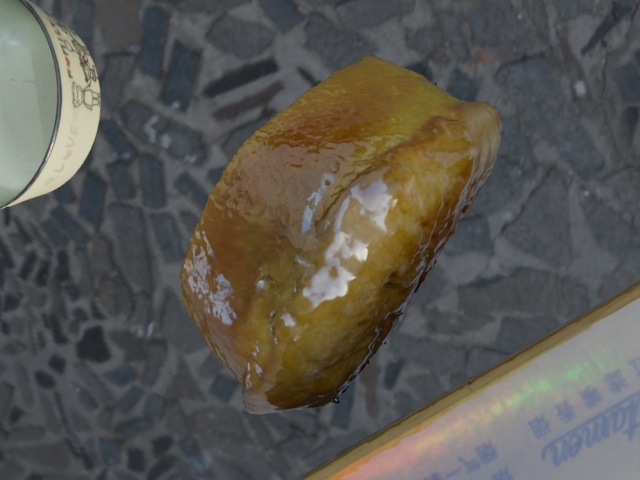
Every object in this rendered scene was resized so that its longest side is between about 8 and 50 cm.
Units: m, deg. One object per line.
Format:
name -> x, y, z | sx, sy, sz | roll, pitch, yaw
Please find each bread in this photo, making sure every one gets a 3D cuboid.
bread -> 0.001, -0.005, 0.712 | 0.129, 0.134, 0.260 | 35, 94, 16

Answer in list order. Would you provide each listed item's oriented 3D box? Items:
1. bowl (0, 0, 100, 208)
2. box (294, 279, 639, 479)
bowl -> -0.328, -0.146, 1.200 | 0.238, 0.126, 0.237 | 1, 92, 27
box -> 0.168, 0.119, 0.753 | 0.415, 0.264, 0.116 | -28, 78, -5
